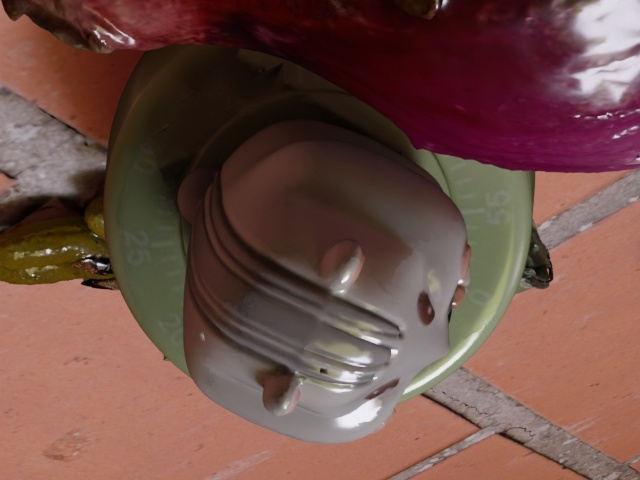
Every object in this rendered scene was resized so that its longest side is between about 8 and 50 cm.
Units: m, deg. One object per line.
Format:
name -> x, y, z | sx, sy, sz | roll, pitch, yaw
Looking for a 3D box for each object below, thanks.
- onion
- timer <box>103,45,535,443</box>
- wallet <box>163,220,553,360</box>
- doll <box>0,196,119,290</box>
onion -> 0.036, -0.172, 0.528 | 0.385, 0.348, 0.348 | -20, 152, 11
timer -> 0.000, 0.000, 0.683 | 0.291, 0.291, 0.315 | -26, -165, 7
wallet -> 0.033, 0.047, 1.012 | 0.309, 0.077, 0.223 | -17, 176, 14
doll -> -0.153, 0.018, 0.947 | 0.209, 0.097, 0.137 | -7, 154, -15
